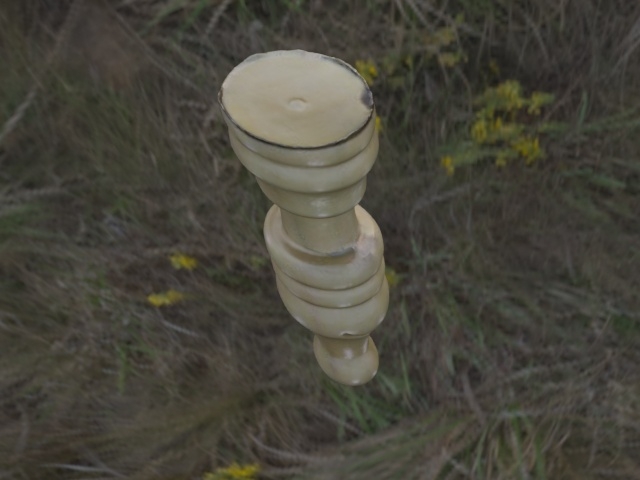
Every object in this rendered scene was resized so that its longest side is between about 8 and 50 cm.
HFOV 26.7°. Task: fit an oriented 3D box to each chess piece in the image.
[{"bbox_3d":[0.000,0.000,1.162,0.138,0.307,0.124,10,44,22],"label":"chess piece"}]
